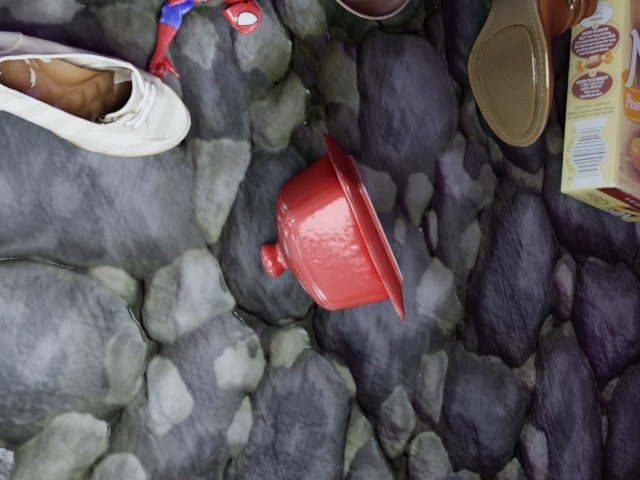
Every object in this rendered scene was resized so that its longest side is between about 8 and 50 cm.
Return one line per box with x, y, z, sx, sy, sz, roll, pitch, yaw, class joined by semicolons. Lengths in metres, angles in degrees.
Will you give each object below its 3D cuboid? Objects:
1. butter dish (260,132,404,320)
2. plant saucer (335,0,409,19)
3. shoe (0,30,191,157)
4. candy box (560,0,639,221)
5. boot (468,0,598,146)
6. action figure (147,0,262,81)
0.000;0.000;1.089;0.160;0.118;0.160;-107;174;-68;butter dish
0.033;-0.325;1.195;0.199;0.036;0.198;3;86;-47;plant saucer
-0.185;-0.112;0.919;0.219;0.058;0.076;13;89;-44;shoe
0.416;-0.198;1.562;0.183;0.088;0.316;17;75;-45;candy box
0.267;-0.265;1.411;0.220;0.109;0.283;-16;92;-51;boot
-0.152;-0.231;0.950;0.280;0.092;0.139;34;57;-40;action figure
